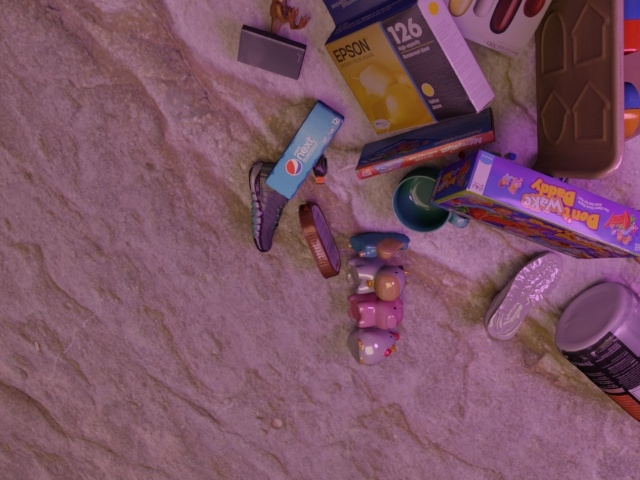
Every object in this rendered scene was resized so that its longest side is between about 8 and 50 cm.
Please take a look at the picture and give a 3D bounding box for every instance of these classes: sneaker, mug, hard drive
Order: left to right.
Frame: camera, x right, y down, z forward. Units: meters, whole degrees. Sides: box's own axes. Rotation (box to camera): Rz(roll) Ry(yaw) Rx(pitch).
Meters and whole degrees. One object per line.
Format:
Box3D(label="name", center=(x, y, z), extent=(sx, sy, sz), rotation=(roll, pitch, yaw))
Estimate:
Box3D(label="hard drive", center=(-0.101, -0.387, 1.426), extent=(0.135, 0.022, 0.094), rotation=(17, 151, -3))
Box3D(label="sneaker", center=(-0.109, -0.072, 1.600), extent=(0.098, 0.083, 0.224), rotation=(1, 118, 6))
Box3D(label="mug", center=(0.235, -0.082, 1.497), extent=(0.129, 0.097, 0.158), rotation=(-28, 101, 28))
Box3D(label="sneaker", center=(0.455, 0.116, 1.579), extent=(0.090, 0.095, 0.235), rotation=(39, 100, -5))

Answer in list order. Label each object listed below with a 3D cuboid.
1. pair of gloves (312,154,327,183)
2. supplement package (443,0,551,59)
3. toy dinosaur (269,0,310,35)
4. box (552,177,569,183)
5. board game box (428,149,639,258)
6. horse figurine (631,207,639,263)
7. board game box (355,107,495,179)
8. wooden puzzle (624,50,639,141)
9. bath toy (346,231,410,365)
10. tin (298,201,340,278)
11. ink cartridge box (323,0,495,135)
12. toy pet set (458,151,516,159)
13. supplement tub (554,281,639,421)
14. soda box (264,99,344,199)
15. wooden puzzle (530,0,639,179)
Box3D(label="pair of gloves", center=(-0.026, -0.161, 1.557), extent=(0.083, 0.010, 0.074), rotation=(-1, 113, -7))
Box3D(label="supplement package", center=(0.314, -0.469, 1.216), extent=(0.194, 0.149, 0.203), rotation=(21, 137, 1))
Box3D(label="toy dinosaur", center=(-0.083, -0.458, 1.403), extent=(0.112, 0.064, 0.212), rotation=(36, 131, 29))
Box3D(label="box", center=(0.481, -0.100, 1.463), extent=(0.054, 0.059, 0.169), rotation=(12, 120, 4))
Box3D(label="board game box", center=(0.408, -0.059, 1.322), extent=(0.347, 0.233, 0.078), rotation=(20, 85, -6))
Box3D(label="horse figurine", center=(0.739, 0.015, 1.467), extent=(0.263, 0.066, 0.174), rotation=(26, 115, -5))
Box3D(label="board game box", center=(0.215, -0.199, 1.418), extent=(0.281, 0.145, 0.027), rotation=(-14, 114, 20))
Box3D(label="wooden puzzle", center=(0.567, -0.304, 1.266), extent=(0.044, 0.221, 0.239), rotation=(24, 128, 44))
Box3D(label="bath toy", center=(0.142, 0.148, 1.644), extent=(0.129, 0.151, 0.348), rotation=(-12, 122, -21))
Box3D(label="tin", center=(0.000, 0.000, 1.598), extent=(0.040, 0.106, 0.190), rotation=(-15, 115, 19))
Box3D(label="ink cartridge box", center=(0.137, -0.356, 1.298), extent=(0.307, 0.072, 0.303), rotation=(53, 156, -20))
Box3D(label="toy pet set", center=(0.353, -0.128, 1.490), extent=(0.122, 0.065, 0.114), rotation=(4, 84, 7))
Box3D(label="supplement tub", center=(0.706, 0.268, 1.531), extent=(0.338, 0.207, 0.207), rotation=(40, 119, -11))
Box3D(label="soda box", center=(-0.034, -0.196, 1.492), extent=(0.071, 0.067, 0.210), rotation=(33, 105, -7))
Box3D(label="wooden puzzle", center=(0.452, -0.280, 1.175), extent=(0.080, 0.322, 0.348), rotation=(1, 97, -4))
